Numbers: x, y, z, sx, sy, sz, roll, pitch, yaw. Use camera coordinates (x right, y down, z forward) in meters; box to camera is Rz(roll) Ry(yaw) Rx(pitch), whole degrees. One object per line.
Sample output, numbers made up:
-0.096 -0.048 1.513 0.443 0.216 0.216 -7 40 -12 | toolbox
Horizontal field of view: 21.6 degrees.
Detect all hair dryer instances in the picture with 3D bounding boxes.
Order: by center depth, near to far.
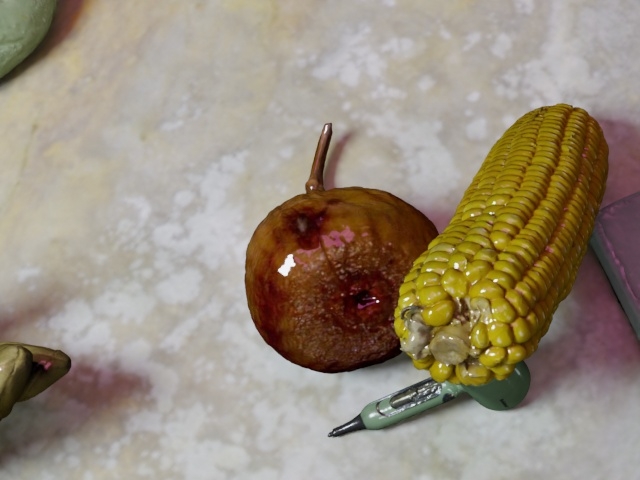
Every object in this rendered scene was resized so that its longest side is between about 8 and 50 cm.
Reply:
0.074 0.113 1.193 0.150 0.071 0.047 -26 58 10 | hair dryer

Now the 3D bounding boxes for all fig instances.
0.000 0.000 1.233 0.146 0.134 0.201 1 33 -24 | fig

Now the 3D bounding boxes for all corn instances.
0.141 -0.011 1.169 0.102 0.102 0.313 19 40 13 | corn

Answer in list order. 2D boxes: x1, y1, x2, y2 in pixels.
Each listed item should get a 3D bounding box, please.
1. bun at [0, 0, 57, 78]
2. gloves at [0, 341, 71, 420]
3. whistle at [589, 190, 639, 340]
-0.322 -0.215 1.347 0.212 0.126 0.204 -25 66 -10 | bun
-0.327 0.115 1.169 0.331 0.141 0.154 -6 36 12 | gloves
0.287 0.061 1.146 0.163 0.163 0.290 -21 64 -7 | whistle
